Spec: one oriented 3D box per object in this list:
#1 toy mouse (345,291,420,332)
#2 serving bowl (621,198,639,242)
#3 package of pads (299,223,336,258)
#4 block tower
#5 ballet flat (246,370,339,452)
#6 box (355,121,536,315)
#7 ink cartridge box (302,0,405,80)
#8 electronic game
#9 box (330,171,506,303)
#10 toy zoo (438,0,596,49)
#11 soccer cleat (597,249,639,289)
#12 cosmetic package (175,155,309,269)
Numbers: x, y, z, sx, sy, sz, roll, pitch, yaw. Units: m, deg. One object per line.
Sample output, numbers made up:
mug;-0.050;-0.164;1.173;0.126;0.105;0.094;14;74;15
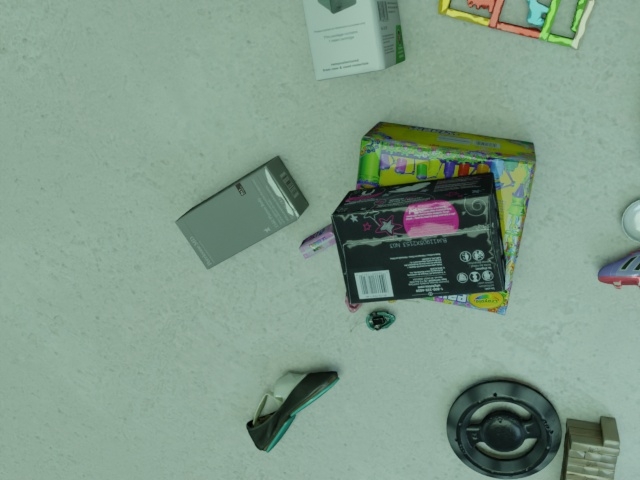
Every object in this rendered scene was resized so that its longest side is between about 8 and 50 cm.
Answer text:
toy mouse;0.101;0.133;1.457;0.161;0.031;0.143;32;113;4
serving bowl;0.579;-0.037;1.266;0.083;0.027;0.083;5;109;14
package of pads;0.000;0.000;1.430;0.083;0.050;0.032;-29;103;22
block tower;0.529;0.518;1.434;0.097;0.091;0.335;6;109;13
ballet flat;-0.076;0.355;1.553;0.096;0.095;0.280;45;114;11
box;0.215;-0.047;1.285;0.290;0.177;0.279;11;110;12
ink cartridge box;0.049;-0.428;1.187;0.121;0.211;0.289;-5;105;19
electronic game;0.374;0.389;1.457;0.229;0.048;0.229;4;109;13
box;0.163;-0.003;1.143;0.247;0.142;0.163;-6;108;19
toy zoo;0.322;-0.453;1.197;0.293;0.030;0.192;17;112;10
soccer cleat;0.620;0.031;1.261;0.248;0.083;0.095;-9;76;23
cosmetic package;-0.157;-0.055;1.430;0.238;0.107;0.127;-31;100;19
